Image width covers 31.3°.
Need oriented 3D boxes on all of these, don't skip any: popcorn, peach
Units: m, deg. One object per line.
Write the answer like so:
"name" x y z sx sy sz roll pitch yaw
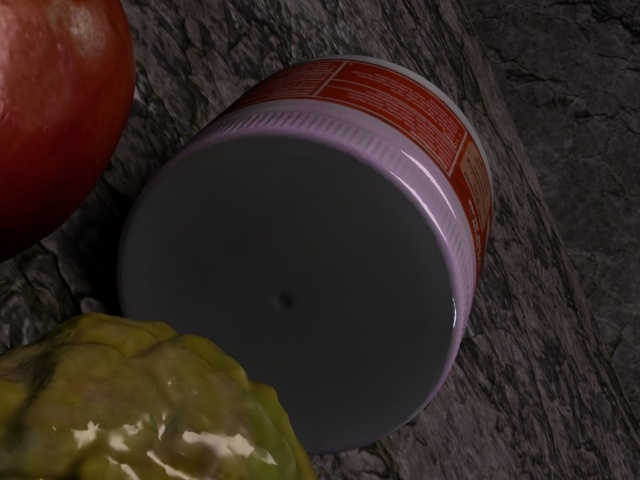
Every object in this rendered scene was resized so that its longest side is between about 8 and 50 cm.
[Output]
"popcorn" -0.118 0.147 0.532 0.259 0.259 0.212 64 -6 -1
"peach" -0.212 -0.093 0.576 0.243 0.199 0.243 38 26 -22

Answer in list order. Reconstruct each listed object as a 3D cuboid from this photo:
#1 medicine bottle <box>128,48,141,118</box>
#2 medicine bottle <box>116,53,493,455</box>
"medicine bottle" -0.186 -0.156 0.863 0.079 0.079 0.140 5 62 -66
"medicine bottle" 0.000 0.000 0.887 0.252 0.252 0.241 60 23 -12
